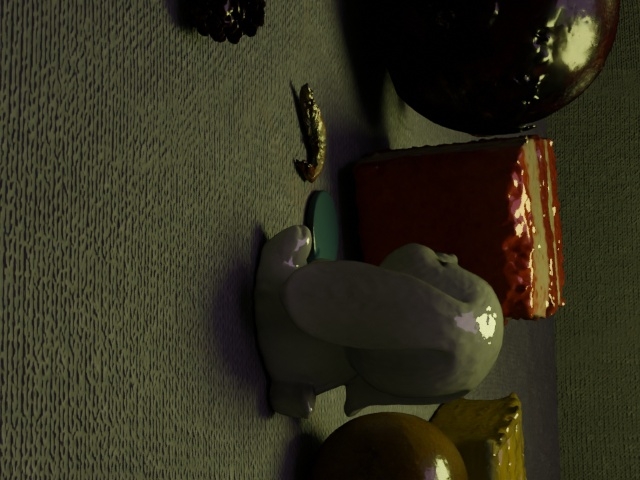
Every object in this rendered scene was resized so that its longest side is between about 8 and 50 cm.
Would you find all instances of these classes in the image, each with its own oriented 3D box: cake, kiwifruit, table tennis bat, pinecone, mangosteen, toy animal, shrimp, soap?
[{"bbox_3d":[0.202,-0.013,1.804,0.319,0.270,0.269,-13,98,-72],"label":"cake"},{"bbox_3d":[0.089,0.314,1.531,0.234,0.196,0.195,62,30,-60],"label":"kiwifruit"},{"bbox_3d":[0.000,0.000,1.588,0.155,0.019,0.100,-74,154,-49],"label":"table tennis bat"},{"bbox_3d":[-0.099,-0.233,1.250,0.083,0.077,0.077,-31,119,-43],"label":"pinecone"},{"bbox_3d":[0.253,-0.339,1.875,0.421,0.381,0.380,100,-12,-85],"label":"mangosteen"},{"bbox_3d":[0.076,0.107,1.411,0.271,0.265,0.206,67,28,-50],"label":"toy animal"},{"bbox_3d":[-0.014,-0.134,1.559,0.091,0.025,0.127,-63,148,-54],"label":"shrimp"},{"bbox_3d":[0.278,0.452,2.136,0.293,0.156,0.334,-41,125,-71],"label":"soap"}]
